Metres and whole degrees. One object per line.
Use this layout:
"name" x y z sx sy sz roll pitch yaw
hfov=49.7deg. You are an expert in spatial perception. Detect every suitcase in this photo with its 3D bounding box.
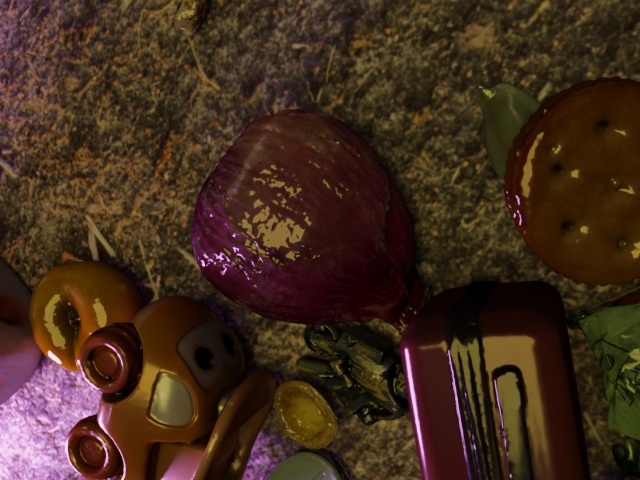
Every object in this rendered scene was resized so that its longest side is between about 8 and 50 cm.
"suitcase" 0.198 0.198 0.747 0.161 0.236 0.296 -8 94 21

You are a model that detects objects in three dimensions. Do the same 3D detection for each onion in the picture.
"onion" 0.000 0.000 0.826 0.349 0.159 0.267 34 98 9

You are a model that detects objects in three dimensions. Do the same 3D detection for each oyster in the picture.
"oyster" -0.173 -0.326 0.934 0.051 0.034 0.093 35 120 30

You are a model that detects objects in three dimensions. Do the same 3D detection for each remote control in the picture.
"remote control" -0.055 0.388 0.967 0.104 0.052 0.247 44 110 12

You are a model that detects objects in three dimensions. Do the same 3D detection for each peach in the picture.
"peach" -0.342 0.114 1.016 0.179 0.103 0.179 4 101 21

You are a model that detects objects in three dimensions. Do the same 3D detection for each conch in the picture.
"conch" 0.235 -0.107 0.786 0.088 0.065 0.180 -26 84 22

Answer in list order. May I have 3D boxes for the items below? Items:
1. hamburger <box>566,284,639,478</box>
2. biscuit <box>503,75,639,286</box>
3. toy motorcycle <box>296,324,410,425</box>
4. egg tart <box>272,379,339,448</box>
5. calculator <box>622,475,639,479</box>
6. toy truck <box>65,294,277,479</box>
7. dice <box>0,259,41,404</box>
"hamburger" 0.410 0.148 0.707 0.261 0.150 0.275 -19 90 24
"biscuit" 0.305 -0.063 0.732 0.221 0.066 0.220 0 103 -1
"toy motorcycle" 0.055 0.179 0.894 0.194 0.061 0.124 18 112 24
"egg tart" -0.016 0.230 0.933 0.105 0.039 0.105 13 113 31
"calculator" 0.310 0.407 0.777 0.261 0.021 0.161 -57 36 28
"toy truck" -0.193 0.223 0.918 0.212 0.204 0.287 19 103 15
"dice" -0.596 0.145 1.037 0.243 0.259 0.251 -46 79 17
